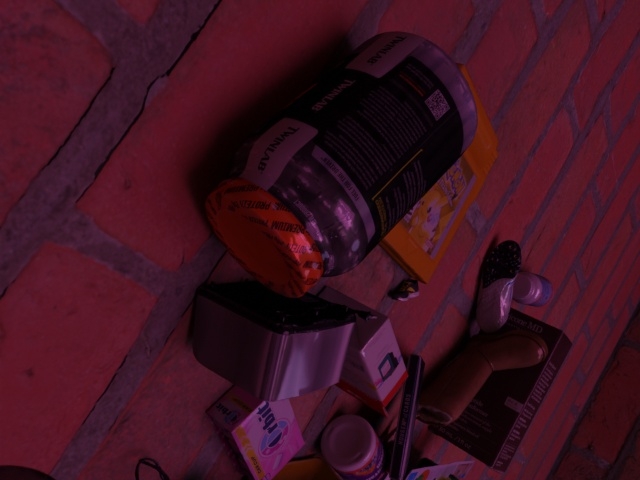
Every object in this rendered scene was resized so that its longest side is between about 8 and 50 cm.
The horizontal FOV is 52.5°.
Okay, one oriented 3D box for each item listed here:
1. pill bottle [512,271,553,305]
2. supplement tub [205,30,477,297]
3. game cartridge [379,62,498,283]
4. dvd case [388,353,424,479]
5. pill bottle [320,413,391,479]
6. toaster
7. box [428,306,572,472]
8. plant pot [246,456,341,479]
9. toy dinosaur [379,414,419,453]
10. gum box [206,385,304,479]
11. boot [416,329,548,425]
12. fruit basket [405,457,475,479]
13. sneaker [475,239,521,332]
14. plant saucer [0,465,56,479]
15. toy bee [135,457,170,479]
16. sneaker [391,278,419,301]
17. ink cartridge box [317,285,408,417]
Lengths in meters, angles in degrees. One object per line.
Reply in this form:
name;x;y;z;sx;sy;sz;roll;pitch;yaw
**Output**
pill bottle;0.549;0.128;1.709;0.160;0.087;0.087;13;100;-53
supplement tub;0.030;-0.098;0.829;0.338;0.207;0.207;-45;139;-26
game cartridge;0.211;-0.109;1.181;0.323;0.053;0.285;-59;144;-7
dvd case;0.180;0.360;1.332;0.179;0.030;0.238;54;46;-71
pill bottle;0.080;0.429;1.285;0.108;0.108;0.193;-51;142;-18
toaster;-0.055;0.126;0.876;0.168;0.186;0.110;-3;108;-51
box;0.461;0.372;1.656;0.381;0.191;0.143;-60;144;-8
plant pot;-0.041;0.532;1.131;0.212;0.212;0.187;16;110;-54
toy dinosaur;0.146;0.452;1.445;0.183;0.053;0.092;-58;160;3
gum box;-0.097;0.301;1.028;0.107;0.062;0.188;-42;138;-28
boot;0.365;0.321;1.490;0.269;0.236;0.089;-37;100;-35
fruit basket;0.212;0.652;1.496;0.327;0.165;0.353;-59;150;8
sneaker;0.426;0.106;1.560;0.086;0.085;0.237;-39;141;-65
plant saucer;-0.407;0.401;0.716;0.311;0.050;0.310;-27;129;-39
toy bee;-0.182;0.435;0.952;0.162;0.298;0.195;-43;-175;16
sneaker;0.164;0.096;1.265;0.083;0.031;0.035;-12;106;-52
ink cartridge box;0.065;0.195;1.106;0.078;0.134;0.231;-48;141;-23
